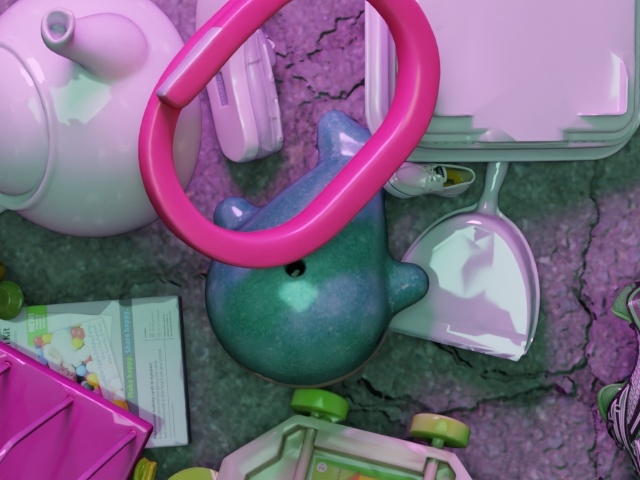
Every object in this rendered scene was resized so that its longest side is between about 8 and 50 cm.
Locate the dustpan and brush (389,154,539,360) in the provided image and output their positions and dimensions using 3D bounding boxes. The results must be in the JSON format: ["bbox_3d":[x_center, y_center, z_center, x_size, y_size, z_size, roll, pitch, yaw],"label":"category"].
[{"bbox_3d":[0.152,-0.003,1.537,0.147,0.060,0.211,13,92,14],"label":"dustpan and brush"}]

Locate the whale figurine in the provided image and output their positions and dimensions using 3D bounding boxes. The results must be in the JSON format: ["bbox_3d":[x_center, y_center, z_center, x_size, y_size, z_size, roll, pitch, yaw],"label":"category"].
[{"bbox_3d":[0.000,0.000,1.485,0.216,0.141,0.272,22,75,10],"label":"whale figurine"}]

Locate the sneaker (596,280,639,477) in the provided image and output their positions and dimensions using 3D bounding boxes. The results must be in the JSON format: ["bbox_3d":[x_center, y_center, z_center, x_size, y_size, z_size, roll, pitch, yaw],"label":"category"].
[{"bbox_3d":[0.337,0.196,1.497,0.146,0.134,0.343,1,90,25],"label":"sneaker"}]

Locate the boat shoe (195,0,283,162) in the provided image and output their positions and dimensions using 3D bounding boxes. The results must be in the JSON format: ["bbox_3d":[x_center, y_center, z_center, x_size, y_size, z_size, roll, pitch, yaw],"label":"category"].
[{"bbox_3d":[-0.071,-0.169,1.536,0.063,0.066,0.184,-13,90,-38],"label":"boat shoe"}]

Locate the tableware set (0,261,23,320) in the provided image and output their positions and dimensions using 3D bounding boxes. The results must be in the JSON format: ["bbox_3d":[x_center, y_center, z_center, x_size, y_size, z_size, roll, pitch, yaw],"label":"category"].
[{"bbox_3d":[-0.352,0.074,1.526,0.154,0.024,0.104,-43,68,14],"label":"tableware set"}]

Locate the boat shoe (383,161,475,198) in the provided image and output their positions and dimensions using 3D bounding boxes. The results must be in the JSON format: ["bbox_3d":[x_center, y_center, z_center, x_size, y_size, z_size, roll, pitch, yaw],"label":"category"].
[{"bbox_3d":[0.102,-0.059,1.492,0.100,0.035,0.035,5,65,-36],"label":"boat shoe"}]

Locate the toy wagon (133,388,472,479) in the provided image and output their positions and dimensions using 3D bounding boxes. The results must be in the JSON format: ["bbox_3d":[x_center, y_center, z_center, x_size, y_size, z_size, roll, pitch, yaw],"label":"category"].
[{"bbox_3d":[-0.012,0.273,1.479,0.344,0.068,0.267,12,72,11],"label":"toy wagon"}]

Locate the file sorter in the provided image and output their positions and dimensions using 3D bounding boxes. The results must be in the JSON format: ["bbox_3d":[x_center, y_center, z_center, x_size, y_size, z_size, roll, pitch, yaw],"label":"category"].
[{"bbox_3d":[-0.341,0.204,1.421,0.291,0.182,0.202,28,104,7],"label":"file sorter"}]

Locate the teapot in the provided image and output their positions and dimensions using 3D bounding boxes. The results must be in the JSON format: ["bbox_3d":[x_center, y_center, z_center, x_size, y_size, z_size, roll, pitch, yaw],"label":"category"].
[{"bbox_3d":[-0.244,-0.109,1.434,0.187,0.252,0.256,-16,117,-40],"label":"teapot"}]

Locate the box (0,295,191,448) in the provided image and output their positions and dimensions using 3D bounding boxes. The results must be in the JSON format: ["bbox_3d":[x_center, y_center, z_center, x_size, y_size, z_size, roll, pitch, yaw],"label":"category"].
[{"bbox_3d":[-0.222,0.130,1.533,0.186,0.038,0.145,-4,86,1],"label":"box"}]

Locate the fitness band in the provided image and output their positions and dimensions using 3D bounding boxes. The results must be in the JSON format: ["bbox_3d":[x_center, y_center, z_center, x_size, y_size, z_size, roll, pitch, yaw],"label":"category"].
[{"bbox_3d":[-0.025,-0.110,1.375,0.291,0.054,0.209,-47,114,-10],"label":"fitness band"}]

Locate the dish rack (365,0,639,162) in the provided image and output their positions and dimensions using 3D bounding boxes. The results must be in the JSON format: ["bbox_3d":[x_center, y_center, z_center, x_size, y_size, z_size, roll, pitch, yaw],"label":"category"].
[{"bbox_3d":[0.185,-0.238,1.486,0.286,0.072,0.332,-2,96,-16],"label":"dish rack"}]
